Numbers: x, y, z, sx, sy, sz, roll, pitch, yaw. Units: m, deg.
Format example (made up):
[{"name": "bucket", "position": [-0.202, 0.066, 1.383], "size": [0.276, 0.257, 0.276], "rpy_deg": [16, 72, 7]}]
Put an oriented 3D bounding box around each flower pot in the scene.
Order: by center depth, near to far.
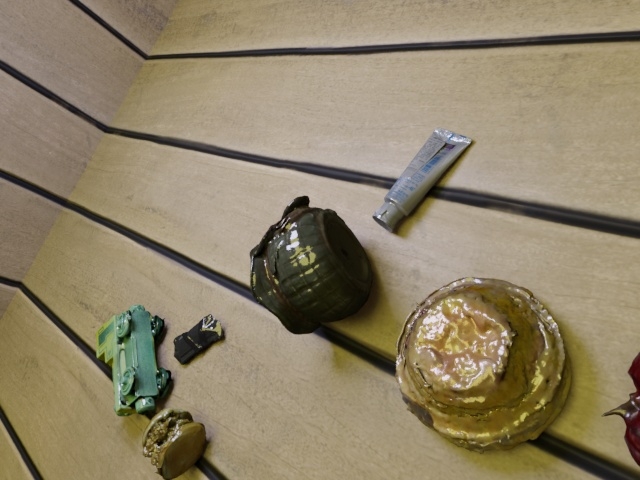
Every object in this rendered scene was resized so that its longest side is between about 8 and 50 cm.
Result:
[{"name": "flower pot", "position": [-0.023, 0.057, 1.147], "size": [0.213, 0.302, 0.302], "rpy_deg": [-33, 52, 21]}]

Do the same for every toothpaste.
[{"name": "toothpaste", "position": [0.246, -0.156, 1.201], "size": [0.299, 0.073, 0.114], "rpy_deg": [-51, 47, -5]}]

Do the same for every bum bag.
[{"name": "bum bag", "position": [-0.369, 0.297, 1.445], "size": [0.197, 0.049, 0.087], "rpy_deg": [-36, 75, 17]}]

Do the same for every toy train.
[{"name": "toy train", "position": [-0.597, 0.391, 1.510], "size": [0.237, 0.150, 0.369], "rpy_deg": [-41, 49, 24]}]

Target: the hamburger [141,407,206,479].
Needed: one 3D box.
[{"name": "hamburger", "position": [-0.389, 0.538, 1.272], "size": [0.131, 0.159, 0.185], "rpy_deg": [18, 106, 37]}]

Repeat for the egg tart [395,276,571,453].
[{"name": "egg tart", "position": [0.286, 0.219, 0.922], "size": [0.352, 0.150, 0.352], "rpy_deg": [-18, 55, 27]}]

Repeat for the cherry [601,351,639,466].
[{"name": "cherry", "position": [0.563, 0.253, 0.659], "size": [0.300, 0.203, 0.230], "rpy_deg": [10, 72, 25]}]
